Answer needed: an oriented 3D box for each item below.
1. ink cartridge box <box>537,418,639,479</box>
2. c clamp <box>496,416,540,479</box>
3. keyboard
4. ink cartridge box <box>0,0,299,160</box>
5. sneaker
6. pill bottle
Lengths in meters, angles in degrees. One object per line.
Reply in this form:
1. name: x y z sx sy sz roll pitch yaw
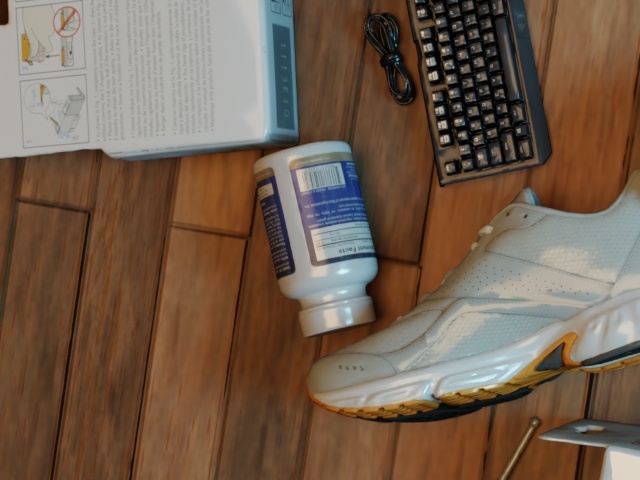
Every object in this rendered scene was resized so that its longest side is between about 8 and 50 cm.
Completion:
1. ink cartridge box: 0.229 0.156 0.993 0.198 0.115 0.067 11 93 23
2. c clamp: 0.157 0.214 1.070 0.160 0.022 0.137 37 102 19
3. keyboard: 0.082 -0.127 1.108 0.108 0.023 0.180 -12 84 21
4. ink cartridge box: -0.140 -0.192 1.178 0.239 0.060 0.275 -3 88 23
5. sneaker: 0.111 0.036 1.063 0.262 0.099 0.121 -17 75 13
6. pill bottle: 0.000 0.000 1.113 0.067 0.067 0.120 -15 83 21
